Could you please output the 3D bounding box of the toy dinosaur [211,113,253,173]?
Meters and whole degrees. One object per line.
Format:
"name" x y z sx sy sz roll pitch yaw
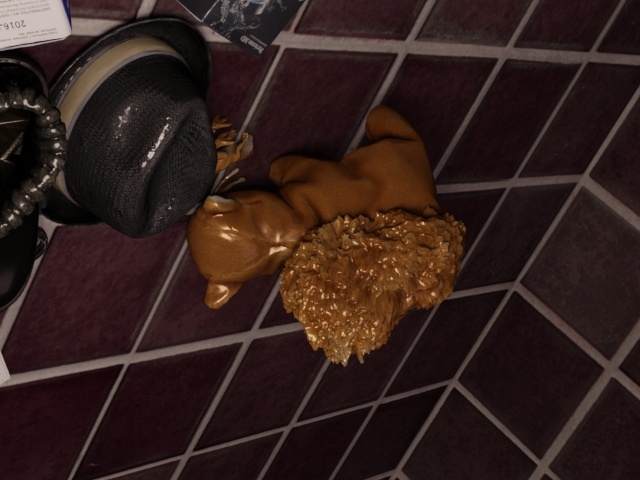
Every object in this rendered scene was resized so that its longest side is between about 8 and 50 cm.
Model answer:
"toy dinosaur" -0.163 -0.117 2.026 0.211 0.064 0.112 -23 145 -37

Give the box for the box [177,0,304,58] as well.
"box" -0.096 -0.343 1.797 0.158 0.093 0.156 -50 152 9

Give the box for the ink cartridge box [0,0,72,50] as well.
"ink cartridge box" -0.391 -0.302 1.268 0.270 0.151 0.395 -9 144 -2

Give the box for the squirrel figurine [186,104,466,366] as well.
"squirrel figurine" 0.000 0.000 2.073 0.370 0.397 0.281 -6 122 -23

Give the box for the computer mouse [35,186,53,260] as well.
"computer mouse" -0.388 -0.041 1.801 0.242 0.071 0.041 106 7 -47

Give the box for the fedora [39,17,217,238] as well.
"fedora" -0.231 -0.123 1.829 0.334 0.152 0.334 -34 150 -23

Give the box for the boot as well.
"boot" -0.373 -0.035 1.569 0.131 0.260 0.348 3 111 -18

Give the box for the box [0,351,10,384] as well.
"box" -0.459 0.002 1.533 0.058 0.232 0.322 -31 139 -25
